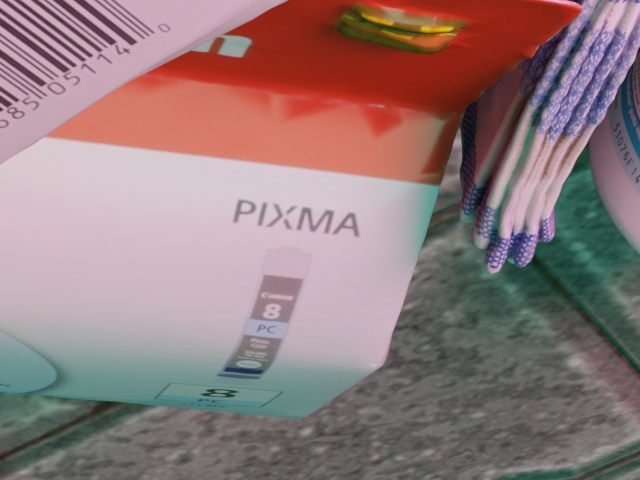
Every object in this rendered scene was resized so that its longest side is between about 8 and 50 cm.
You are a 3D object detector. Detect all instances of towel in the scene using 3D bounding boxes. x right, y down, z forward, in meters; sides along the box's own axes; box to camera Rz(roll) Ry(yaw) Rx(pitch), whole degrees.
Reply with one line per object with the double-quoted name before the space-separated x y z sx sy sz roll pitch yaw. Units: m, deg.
"towel" 0.099 -0.149 0.666 0.034 0.209 0.285 10 141 -9

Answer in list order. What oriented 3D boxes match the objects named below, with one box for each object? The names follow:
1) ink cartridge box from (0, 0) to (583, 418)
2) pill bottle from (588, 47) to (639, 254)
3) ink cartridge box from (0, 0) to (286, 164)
"ink cartridge box" -0.110 -0.012 0.728 0.308 0.091 0.385 7 167 -12
"pill bottle" 0.236 -0.094 0.856 0.146 0.146 0.264 3 143 -25
"ink cartridge box" -0.149 -0.201 0.400 0.130 0.309 0.272 -28 144 19
